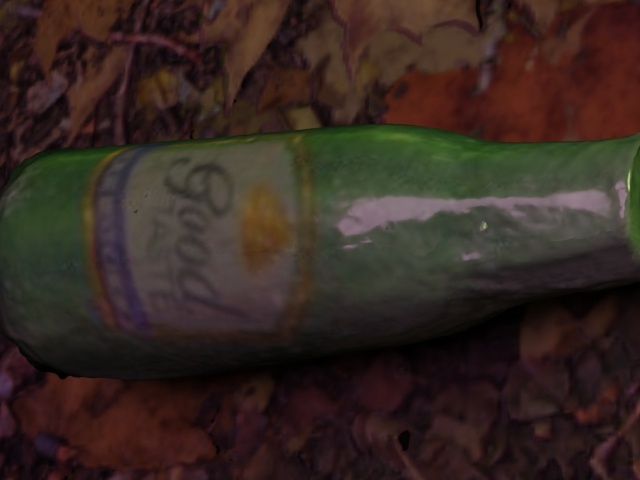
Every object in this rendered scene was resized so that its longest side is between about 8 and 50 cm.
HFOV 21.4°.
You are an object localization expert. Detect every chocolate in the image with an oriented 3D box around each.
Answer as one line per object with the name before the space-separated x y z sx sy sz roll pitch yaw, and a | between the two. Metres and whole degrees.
chocolate | 0.000 0.000 0.687 0.291 0.110 0.110 -6 68 33
